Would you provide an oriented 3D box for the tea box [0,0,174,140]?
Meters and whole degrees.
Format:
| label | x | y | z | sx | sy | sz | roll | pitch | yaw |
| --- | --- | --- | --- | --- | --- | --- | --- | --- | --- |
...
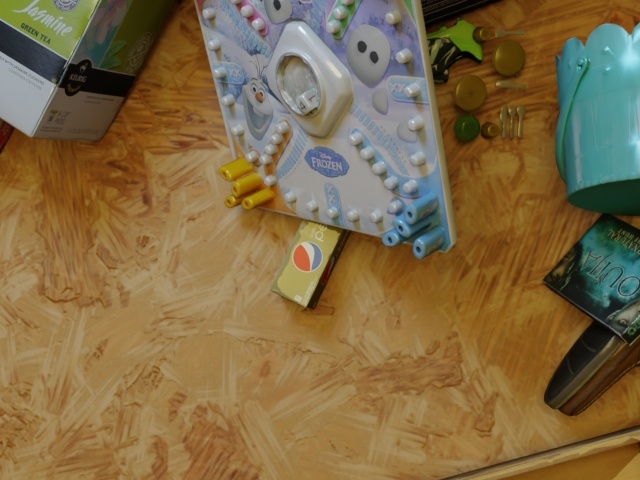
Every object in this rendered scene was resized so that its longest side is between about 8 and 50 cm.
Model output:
| label | x | y | z | sx | sy | sz | roll | pitch | yaw |
| --- | --- | --- | --- | --- | --- | --- | --- | --- | --- |
| tea box | -0.398 | -0.354 | 1.369 | 0.329 | 0.220 | 0.323 | 32 | 102 | 9 |

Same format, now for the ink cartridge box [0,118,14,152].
| label | x | y | z | sx | sy | sz | roll | pitch | yaw |
| --- | --- | --- | --- | --- | --- | --- | --- | --- | --- |
| ink cartridge box | -0.542 | -0.166 | 1.422 | 0.128 | 0.176 | 0.127 | 29 | 89 | 11 |

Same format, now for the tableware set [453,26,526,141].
| label | x | y | z | sx | sy | sz | roll | pitch | yaw |
| --- | --- | --- | --- | --- | --- | --- | --- | --- | --- |
| tableware set | 0.224 | -0.210 | 1.360 | 0.104 | 0.024 | 0.154 | -1 | 97 | -14 |

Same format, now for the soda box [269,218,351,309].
| label | x | y | z | sx | sy | sz | roll | pitch | yaw |
| --- | --- | --- | --- | --- | --- | --- | --- | --- | --- |
| soda box | 0.000 | 0.000 | 1.370 | 0.058 | 0.061 | 0.181 | 24 | 88 | 12 |

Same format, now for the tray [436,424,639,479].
| label | x | y | z | sx | sy | sz | roll | pitch | yaw |
| --- | --- | --- | --- | --- | --- | --- | --- | --- | --- |
| tray | 0.241 | 0.387 | 1.281 | 0.411 | 0.076 | 0.203 | -17 | 81 | 8 |

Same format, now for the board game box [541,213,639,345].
| label | x | y | z | sx | sy | sz | roll | pitch | yaw |
| --- | --- | --- | --- | --- | --- | --- | --- | --- | --- |
| board game box | 0.367 | 0.043 | 1.253 | 0.026 | 0.186 | 0.126 | 42 | 92 | -25 |

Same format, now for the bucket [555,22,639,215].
| label | x | y | z | sx | sy | sz | roll | pitch | yaw |
| --- | --- | --- | --- | --- | --- | --- | --- | --- | --- |
| bucket | 0.416 | -0.137 | 1.213 | 0.281 | 0.281 | 0.183 | 2 | 81 | 10 |

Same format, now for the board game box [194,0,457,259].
| label | x | y | z | sx | sy | sz | roll | pitch | yaw |
| --- | --- | --- | --- | --- | --- | --- | --- | --- | --- |
| board game box | -0.026 | -0.186 | 1.202 | 0.390 | 0.050 | 0.390 | 15 | 125 | 47 |

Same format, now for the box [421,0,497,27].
| label | x | y | z | sx | sy | sz | roll | pitch | yaw |
| --- | --- | --- | --- | --- | --- | --- | --- | --- | --- |
| box | 0.134 | -0.404 | 1.256 | 0.296 | 0.294 | 0.183 | -20 | 78 | -4 |

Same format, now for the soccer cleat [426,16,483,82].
| label | x | y | z | sx | sy | sz | roll | pitch | yaw |
| --- | --- | --- | --- | --- | --- | --- | --- | --- | --- |
| soccer cleat | 0.134 | -0.241 | 1.379 | 0.179 | 0.060 | 0.072 | -21 | 88 | 5 |

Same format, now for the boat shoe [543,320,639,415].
| label | x | y | z | sx | sy | sz | roll | pitch | yaw |
| --- | --- | --- | --- | --- | --- | --- | --- | --- | --- |
| boat shoe | 0.413 | 0.116 | 1.264 | 0.104 | 0.111 | 0.307 | 40 | 99 | -4 |
